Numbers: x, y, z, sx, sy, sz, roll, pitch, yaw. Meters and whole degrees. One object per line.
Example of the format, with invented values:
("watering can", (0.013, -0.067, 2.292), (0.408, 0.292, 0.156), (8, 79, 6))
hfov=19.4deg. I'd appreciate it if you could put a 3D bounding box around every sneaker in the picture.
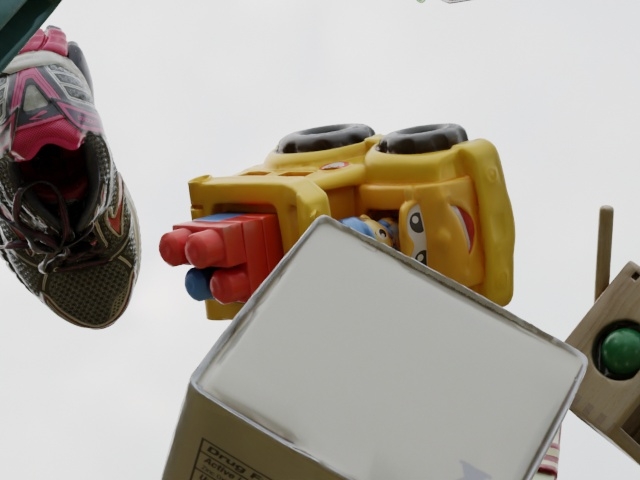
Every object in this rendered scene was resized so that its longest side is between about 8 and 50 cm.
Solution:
("sneaker", (-0.207, -0.024, 1.457), (0.121, 0.112, 0.299), (-18, -39, -5))

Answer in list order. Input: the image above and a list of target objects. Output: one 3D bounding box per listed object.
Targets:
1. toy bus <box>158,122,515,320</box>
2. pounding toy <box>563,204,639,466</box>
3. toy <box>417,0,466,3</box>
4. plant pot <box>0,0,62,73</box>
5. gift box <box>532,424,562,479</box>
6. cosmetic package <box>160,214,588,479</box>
("toy bus", (0.000, 0.000, 1.357), (0.220, 0.149, 0.211), (2, 11, 44))
("pounding toy", (0.221, 0.072, 1.350), (0.130, 0.100, 0.141), (-51, -32, -1))
("toy", (0.194, -0.249, 1.669), (0.237, 0.137, 0.056), (-9, -71, -19))
("plant pot", (-0.242, -0.176, 0.929), (0.234, 0.166, 0.165), (40, -30, -7))
("gift box", (0.089, 0.302, 1.878), (0.258, 0.255, 0.276), (12, -66, 5))
("cosmetic package", (0.003, 0.148, 0.927), (0.153, 0.129, 0.296), (30, -40, 8))
